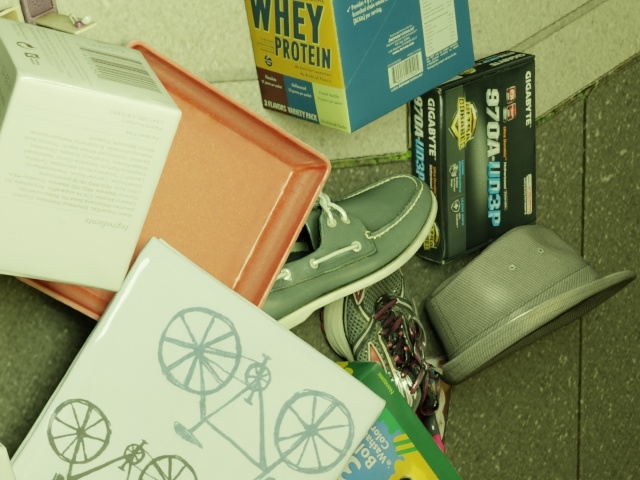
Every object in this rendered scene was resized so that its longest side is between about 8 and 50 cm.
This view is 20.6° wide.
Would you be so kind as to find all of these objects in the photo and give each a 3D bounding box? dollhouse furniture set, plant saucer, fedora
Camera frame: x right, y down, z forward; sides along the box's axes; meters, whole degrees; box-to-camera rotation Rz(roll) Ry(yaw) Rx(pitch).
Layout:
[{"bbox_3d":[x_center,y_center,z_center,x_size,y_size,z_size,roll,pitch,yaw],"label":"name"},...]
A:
[{"bbox_3d":[-0.259,-0.174,1.599,0.114,0.081,0.091,-31,125,-35],"label":"dollhouse furniture set"},{"bbox_3d":[-0.149,-0.027,1.747,0.259,0.048,0.258,31,81,-27],"label":"plant saucer"},{"bbox_3d":[0.231,0.063,2.120,0.275,0.244,0.124,-27,80,-26],"label":"fedora"}]

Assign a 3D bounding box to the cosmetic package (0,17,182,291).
[{"bbox_3d":[-0.236,-0.076,1.552,0.151,0.151,0.183,11,111,-27],"label":"cosmetic package"}]

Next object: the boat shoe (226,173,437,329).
[{"bbox_3d":[0.000,0.000,1.906,0.319,0.116,0.099,-33,126,-26],"label":"boat shoe"}]

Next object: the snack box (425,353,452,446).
[{"bbox_3d":[0.130,0.230,2.188,0.064,0.022,0.178,-7,109,-44],"label":"snack box"}]

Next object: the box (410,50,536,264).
[{"bbox_3d":[0.184,-0.101,2.104,0.175,0.051,0.220,-21,118,-40],"label":"box"}]

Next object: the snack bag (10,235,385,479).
[{"bbox_3d":[-0.132,0.220,1.732,0.323,0.037,0.342,36,78,-24],"label":"snack bag"}]

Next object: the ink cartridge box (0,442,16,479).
[{"bbox_3d":[-0.371,0.366,1.491,0.279,0.160,0.384,-32,125,-34],"label":"ink cartridge box"}]

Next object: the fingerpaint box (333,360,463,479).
[{"bbox_3d":[0.028,0.416,1.935,0.371,0.163,0.444,-43,108,-26],"label":"fingerpaint box"}]

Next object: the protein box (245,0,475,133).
[{"bbox_3d":[0.039,-0.251,1.838,0.200,0.136,0.201,-31,124,-35],"label":"protein box"}]

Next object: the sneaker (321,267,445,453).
[{"bbox_3d":[0.086,0.132,2.043,0.121,0.112,0.299,-32,125,-34],"label":"sneaker"}]
